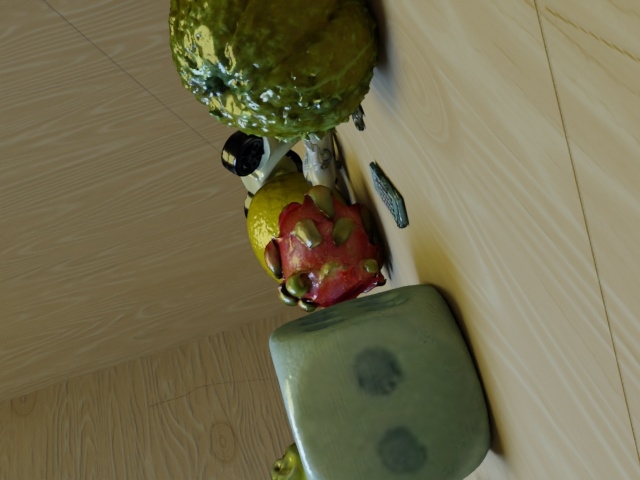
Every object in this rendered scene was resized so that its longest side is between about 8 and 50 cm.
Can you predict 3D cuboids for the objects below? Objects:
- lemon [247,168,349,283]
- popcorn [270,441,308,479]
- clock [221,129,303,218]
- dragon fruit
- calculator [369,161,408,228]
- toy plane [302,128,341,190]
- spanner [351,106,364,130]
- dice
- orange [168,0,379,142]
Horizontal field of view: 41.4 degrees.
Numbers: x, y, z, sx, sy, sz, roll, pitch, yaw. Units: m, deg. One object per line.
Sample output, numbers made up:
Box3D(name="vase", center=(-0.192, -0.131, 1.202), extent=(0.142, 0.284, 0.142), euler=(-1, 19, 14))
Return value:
Box3D(name="lemon", center=(-0.039, -0.014, 1.963), extent=(0.245, 0.245, 0.319), euler=(-131, 20, -79))
Box3D(name="popcorn", center=(0.046, 0.514, 1.908), extent=(0.312, 0.312, 0.312), euler=(163, 90, -86))
Box3D(name="clock", center=(-0.103, -0.185, 2.084), extent=(0.120, 0.276, 0.379), euler=(33, 157, 25))
Box3D(name="dragon fruit", center=(0.004, 0.018, 1.676), extent=(0.307, 0.228, 0.243), euler=(103, 154, -87))
Box3D(name="calculator", center=(0.108, -0.074, 1.367), extent=(0.172, 0.018, 0.057), euler=(-113, 8, -62))
Box3D(name="toy plane", center=(-0.005, -0.185, 1.829), extent=(0.174, 0.080, 0.174), euler=(-12, -90, -80))
Box3D(name="spanner", center=(0.037, -0.266, 1.494), extent=(0.254, 0.015, 0.054), euler=(-113, 7, -51))
Box3D(name="dice", center=(0.081, 0.223, 1.245), extent=(0.268, 0.265, 0.262), euler=(-149, 42, -85))
Box3D(name="orange", center=(-0.080, -0.258, 1.132), extent=(0.300, 0.223, 0.301), euler=(46, 151, -23))
